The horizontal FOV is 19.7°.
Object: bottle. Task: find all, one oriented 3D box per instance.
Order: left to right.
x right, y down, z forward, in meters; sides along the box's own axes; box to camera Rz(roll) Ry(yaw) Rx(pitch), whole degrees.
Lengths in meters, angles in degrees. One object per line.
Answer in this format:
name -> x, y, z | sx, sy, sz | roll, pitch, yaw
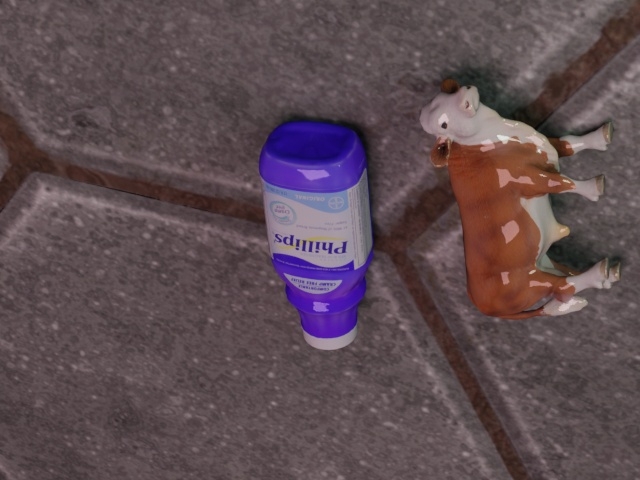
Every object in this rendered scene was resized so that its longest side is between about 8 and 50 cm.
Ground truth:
bottle -> 0.000, 0.000, 2.075 | 0.118, 0.092, 0.283 | 8, 132, 15

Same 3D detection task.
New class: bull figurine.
bull figurine -> 0.212, -0.044, 1.941 | 0.188, 0.101, 0.310 | 3, 130, 19
